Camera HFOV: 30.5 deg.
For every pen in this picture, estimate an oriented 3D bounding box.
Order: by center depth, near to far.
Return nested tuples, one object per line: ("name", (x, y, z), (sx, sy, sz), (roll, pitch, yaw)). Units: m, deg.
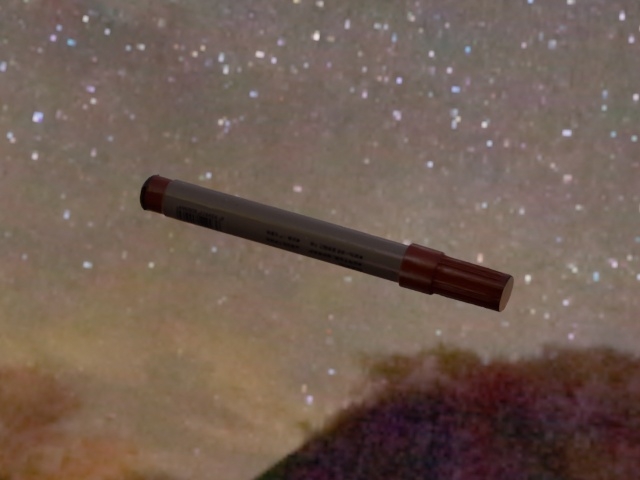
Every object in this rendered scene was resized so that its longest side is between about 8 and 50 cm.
("pen", (0.000, 0.000, 0.720), (0.239, 0.028, 0.028), (16, -16, 15))
